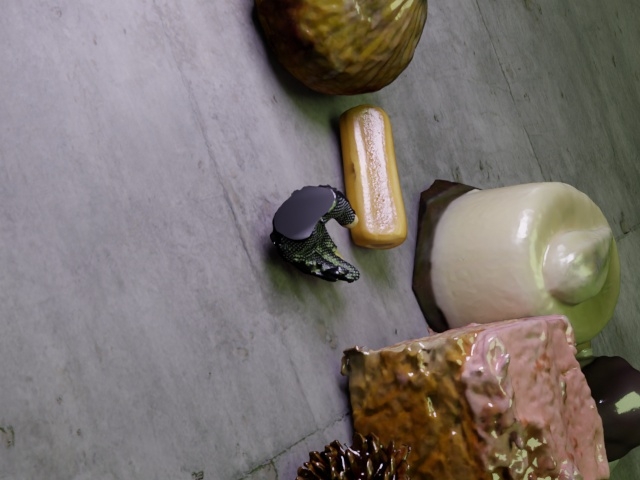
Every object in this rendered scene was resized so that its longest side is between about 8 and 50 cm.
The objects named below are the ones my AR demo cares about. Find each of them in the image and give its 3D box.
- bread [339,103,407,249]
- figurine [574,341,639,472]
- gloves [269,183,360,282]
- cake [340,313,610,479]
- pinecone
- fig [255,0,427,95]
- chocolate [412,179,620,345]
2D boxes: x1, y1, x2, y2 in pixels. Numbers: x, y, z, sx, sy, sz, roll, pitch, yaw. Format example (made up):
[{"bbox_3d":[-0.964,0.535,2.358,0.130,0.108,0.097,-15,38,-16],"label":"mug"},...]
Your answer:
[{"bbox_3d":[0.082,-0.100,2.016,0.093,0.074,0.239,-2,70,-12],"label":"bread"},{"bbox_3d":[0.468,0.247,2.319,0.365,0.206,0.218,54,7,20],"label":"figurine"},{"bbox_3d":[-0.003,0.002,1.859,0.180,0.106,0.129,70,23,-56],"label":"gloves"},{"bbox_3d":[0.241,0.275,1.868,0.307,0.293,0.314,-5,84,-51],"label":"cake"},{"bbox_3d":[0.047,0.339,1.704,0.174,0.174,0.173,27,53,-44],"label":"pinecone"},{"bbox_3d":[0.097,-0.394,1.943,0.286,0.369,0.286,44,34,-39],"label":"fig"},{"bbox_3d":[0.362,0.036,2.117,0.314,0.297,0.326,32,51,-34],"label":"chocolate"}]
